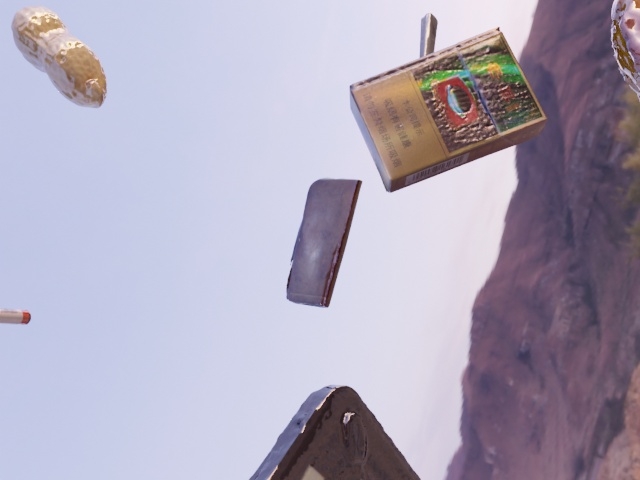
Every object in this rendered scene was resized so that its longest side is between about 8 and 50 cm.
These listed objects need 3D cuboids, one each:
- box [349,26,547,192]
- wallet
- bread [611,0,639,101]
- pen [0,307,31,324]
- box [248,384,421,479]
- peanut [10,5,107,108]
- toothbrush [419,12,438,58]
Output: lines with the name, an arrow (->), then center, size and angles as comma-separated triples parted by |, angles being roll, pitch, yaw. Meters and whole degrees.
box -> 0.178, -0.184, 1.065 | 0.071, 0.240, 0.159 | 75, 173, -72
wallet -> 0.000, 0.000, 1.429 | 0.031, 0.137, 0.255 | 23, -102, -40
bread -> 0.438, -0.113, 0.667 | 0.215, 0.398, 0.398 | -41, -6, 22
pen -> -0.515, 0.108, 1.082 | 0.218, 0.026, 0.026 | 17, -90, -62
box -> 0.018, 0.434, 1.052 | 0.350, 0.091, 0.359 | 55, -127, -22
peanut -> -0.367, -0.258, 1.055 | 0.082, 0.187, 0.082 | -43, -17, -17
toothbrush -> 0.176, -0.293, 1.235 | 0.030, 0.030, 0.297 | -52, 20, 45
